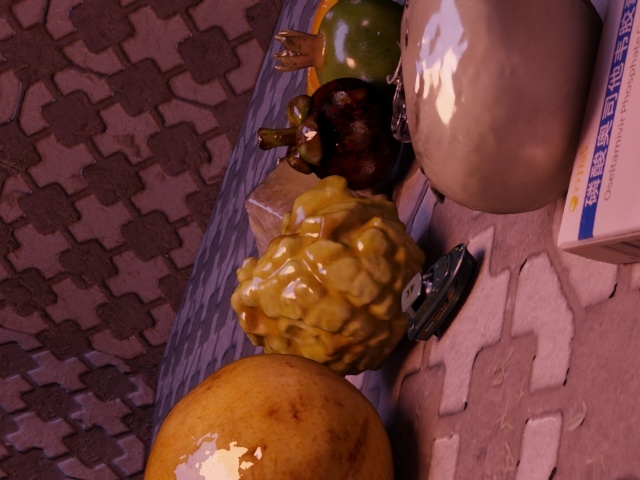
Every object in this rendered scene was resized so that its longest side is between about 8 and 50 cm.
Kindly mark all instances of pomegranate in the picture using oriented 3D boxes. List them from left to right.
[{"bbox_3d":[0.042,-0.285,1.810,0.187,0.225,0.187,-179,90,-74],"label":"pomegranate"}]

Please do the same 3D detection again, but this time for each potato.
[{"bbox_3d":[0.034,-0.012,1.836,0.264,0.189,0.211,27,145,45],"label":"potato"}]

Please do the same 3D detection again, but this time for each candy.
[{"bbox_3d":[0.171,-0.158,1.092,0.295,0.185,0.295,-4,-90,-79],"label":"candy"}]

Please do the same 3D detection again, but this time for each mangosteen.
[{"bbox_3d":[0.028,-0.146,1.706,0.172,0.184,0.172,21,121,40],"label":"mangosteen"}]

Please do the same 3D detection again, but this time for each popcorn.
[{"bbox_3d":[0.018,0.056,1.520,0.258,0.224,0.270,-55,6,7],"label":"popcorn"}]

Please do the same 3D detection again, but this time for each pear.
[{"bbox_3d":[-0.057,0.280,1.390,0.314,0.314,0.314,-165,90,-78],"label":"pear"}]

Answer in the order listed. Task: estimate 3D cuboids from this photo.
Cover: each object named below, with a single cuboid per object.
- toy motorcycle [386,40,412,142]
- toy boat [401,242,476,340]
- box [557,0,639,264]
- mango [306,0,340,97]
[{"bbox_3d":[0.150,-0.262,1.623,0.157,0.091,0.263,-96,23,-70],"label":"toy motorcycle"},{"bbox_3d":[0.136,0.054,1.364,0.055,0.060,0.141,-85,19,-46],"label":"toy boat"},{"bbox_3d":[0.284,-0.158,0.930,0.200,0.065,0.343,157,127,-75],"label":"box"},{"bbox_3d":[0.046,-0.295,2.029,0.187,0.138,0.257,-105,27,-45],"label":"mango"}]
